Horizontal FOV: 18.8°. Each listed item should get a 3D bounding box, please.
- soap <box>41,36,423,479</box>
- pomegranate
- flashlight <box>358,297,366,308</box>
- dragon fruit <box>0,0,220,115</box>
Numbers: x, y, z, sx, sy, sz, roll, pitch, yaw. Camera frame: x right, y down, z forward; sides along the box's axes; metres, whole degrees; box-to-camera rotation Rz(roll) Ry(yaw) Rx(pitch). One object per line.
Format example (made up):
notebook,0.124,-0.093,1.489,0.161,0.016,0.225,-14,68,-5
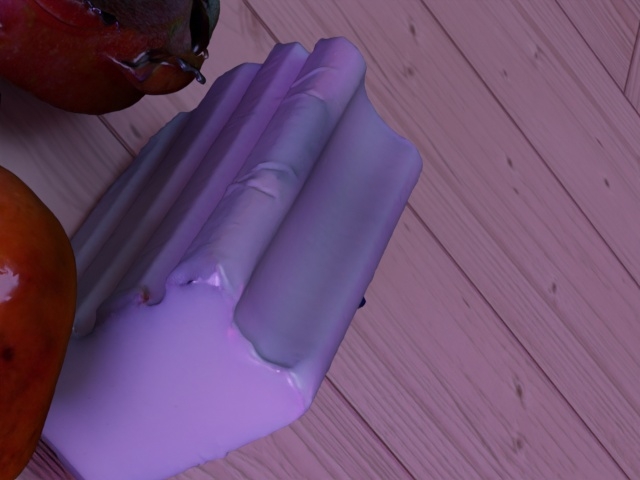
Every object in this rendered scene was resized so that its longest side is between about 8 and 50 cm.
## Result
soap,-0.060,0.001,1.242,0.115,0.208,0.347,54,32,-19
pomegranate,-0.220,0.039,0.971,0.209,0.209,0.209,34,42,-39
flashlight,0.000,0.000,1.496,0.035,0.057,0.121,-25,97,-23
dragon fruit,-0.190,-0.204,1.270,0.295,0.130,0.268,44,37,-29
